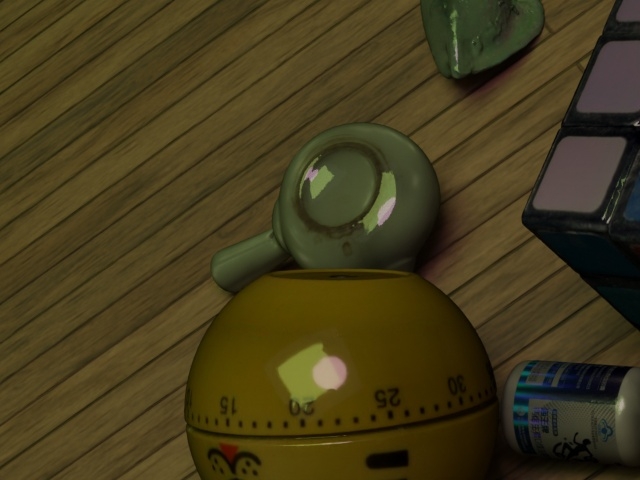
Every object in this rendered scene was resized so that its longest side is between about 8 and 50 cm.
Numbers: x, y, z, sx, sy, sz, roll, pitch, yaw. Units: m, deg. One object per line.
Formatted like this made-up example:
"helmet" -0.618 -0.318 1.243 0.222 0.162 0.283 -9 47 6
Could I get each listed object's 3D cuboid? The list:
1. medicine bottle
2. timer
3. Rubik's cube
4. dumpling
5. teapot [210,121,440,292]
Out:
"medicine bottle" 0.298 0.185 1.833 0.192 0.107 0.107 2 61 32
"timer" 0.024 0.225 1.842 0.376 0.376 0.386 0 95 30
"Rubik's cube" 0.468 -0.068 1.702 0.359 0.363 0.362 6 69 51
"dumpling" 0.201 -0.295 2.206 0.149 0.105 0.216 -17 53 21
"teapot" 0.005 -0.036 2.122 0.318 0.149 0.220 8 73 32
